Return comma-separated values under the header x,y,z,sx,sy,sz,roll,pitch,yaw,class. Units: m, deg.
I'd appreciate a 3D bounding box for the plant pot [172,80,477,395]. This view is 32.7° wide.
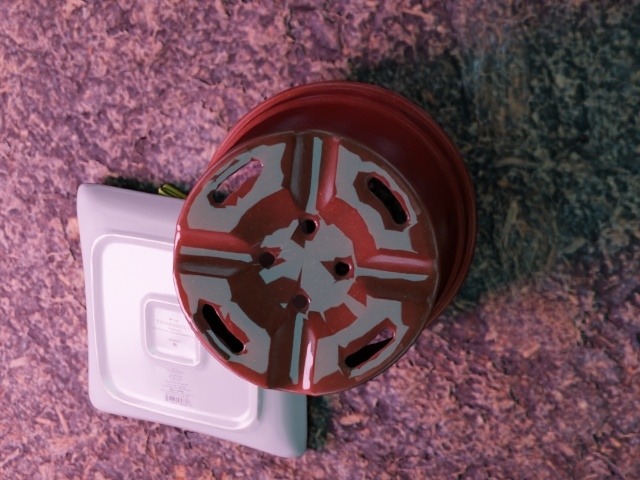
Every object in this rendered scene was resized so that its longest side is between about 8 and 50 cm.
x,y,z,sx,sy,sz,roll,pitch,yaw,class
0.000,0.000,0.927,0.272,0.265,0.272,1,98,7,plant pot

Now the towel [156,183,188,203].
x,y,z,sx,sy,sz,roll,pitch,yaw,class
-0.089,0.042,1.148,0.237,0.021,0.102,32,113,11,towel

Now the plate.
x,y,z,sx,sy,sz,roll,pitch,yaw,class
-0.146,0.091,1.158,0.277,0.045,0.278,9,112,22,plate
